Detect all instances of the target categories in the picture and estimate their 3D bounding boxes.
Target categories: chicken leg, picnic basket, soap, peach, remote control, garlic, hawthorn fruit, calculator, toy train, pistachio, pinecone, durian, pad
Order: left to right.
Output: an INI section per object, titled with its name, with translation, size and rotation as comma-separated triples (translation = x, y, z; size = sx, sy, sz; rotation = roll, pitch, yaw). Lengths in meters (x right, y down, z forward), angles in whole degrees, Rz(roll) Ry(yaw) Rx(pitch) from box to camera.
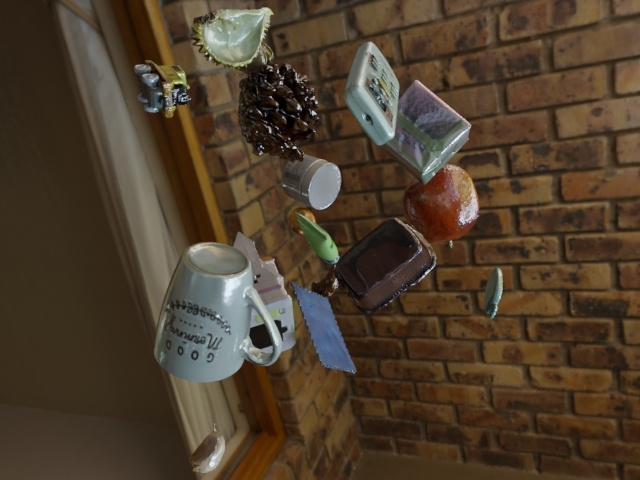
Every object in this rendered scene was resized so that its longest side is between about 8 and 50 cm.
[toy train]
translation = -0.390, -0.384, 1.280
size = 0.127, 0.089, 0.219
rotation = -14, -140, -26
[garlic]
translation = -0.319, 0.609, 1.496
size = 0.084, 0.066, 0.152
rotation = 31, -134, 8
[durian]
translation = -0.227, -0.516, 1.277
size = 0.252, 0.139, 0.144
rotation = -16, -134, -37
[pistachio]
translation = -0.213, -0.567, 1.568
size = 0.149, 0.113, 0.113
rotation = 8, -153, 26
[pinecone]
translation = -0.123, -0.379, 1.521
size = 0.241, 0.296, 0.298
rotation = -1, 167, 2
[peach]
translation = -0.063, -0.070, 1.841
size = 0.100, 0.101, 0.101
rotation = -12, -161, 4
[pad]
translation = 0.012, 0.263, 1.526
size = 0.012, 0.269, 0.269
rotation = -30, 151, 14
[chicken leg]
translation = 0.024, 0.155, 1.896
size = 0.048, 0.219, 0.089
rotation = -16, -121, -50
[remote control]
translation = 0.116, -0.319, 1.083
size = 0.056, 0.140, 0.296
rotation = -25, -151, 28
[picnic basket]
translation = 0.180, 0.057, 1.520
size = 0.296, 0.129, 0.222
rotation = -39, -115, 1
[soap]
translation = 0.263, -0.280, 1.347
size = 0.182, 0.199, 0.138
rotation = -47, 163, 6
[hawthorn fruit]
translation = 0.422, -0.113, 1.789
size = 0.275, 0.300, 0.275
rotation = -16, -177, 1
[calculator]
translation = 0.442, 0.134, 1.311
size = 0.021, 0.095, 0.153
rotation = 18, -135, 8

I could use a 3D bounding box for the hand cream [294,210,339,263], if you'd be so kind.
[hand cream]
translation = 0.000, 0.000, 1.104
size = 0.046, 0.175, 0.095
rotation = -45, -116, -10

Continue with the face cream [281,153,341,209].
[face cream]
translation = -0.035, -0.218, 1.877
size = 0.152, 0.177, 0.177
rotation = 25, -140, 38

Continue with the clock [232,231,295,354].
[clock]
translation = -0.193, 0.145, 1.474
size = 0.166, 0.235, 0.310
rotation = -15, -133, -13

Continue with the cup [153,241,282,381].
[cup]
translation = -0.189, 0.147, 1.019
size = 0.257, 0.234, 0.186
rotation = 21, -154, 6
